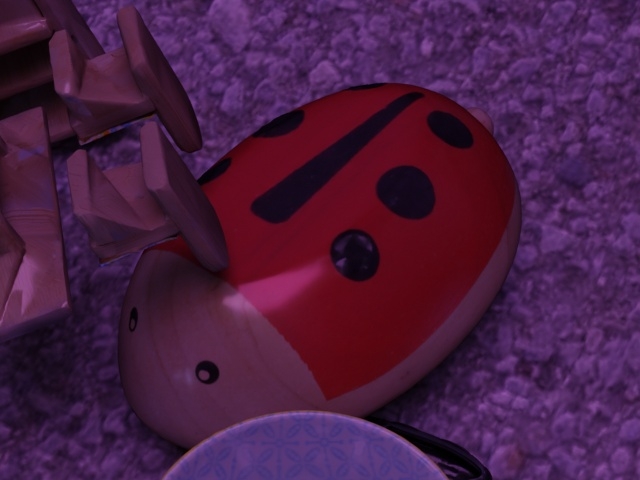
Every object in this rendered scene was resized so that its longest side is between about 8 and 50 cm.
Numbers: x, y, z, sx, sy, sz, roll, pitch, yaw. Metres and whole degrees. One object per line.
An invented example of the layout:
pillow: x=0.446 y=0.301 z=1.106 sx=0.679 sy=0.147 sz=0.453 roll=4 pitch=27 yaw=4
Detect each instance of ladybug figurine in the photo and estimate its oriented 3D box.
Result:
ladybug figurine: x=0.000 y=0.000 z=1.697 sx=0.305 sy=0.162 sz=0.449 roll=27 pitch=56 yaw=32

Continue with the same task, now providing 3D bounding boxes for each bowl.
bowl: x=-0.014 y=0.302 z=1.548 sx=0.289 sy=0.156 sz=0.289 roll=1 pitch=61 yaw=-1

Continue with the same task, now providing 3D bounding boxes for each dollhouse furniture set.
dollhouse furniture set: x=-0.277 y=-0.059 z=1.658 sx=0.362 sy=0.256 sz=0.394 roll=-20 pitch=53 yaw=8

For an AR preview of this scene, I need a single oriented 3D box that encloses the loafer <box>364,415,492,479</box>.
loafer: x=0.044 y=0.185 z=1.664 sx=0.223 sy=0.078 sz=0.076 roll=16 pitch=60 yaw=10
